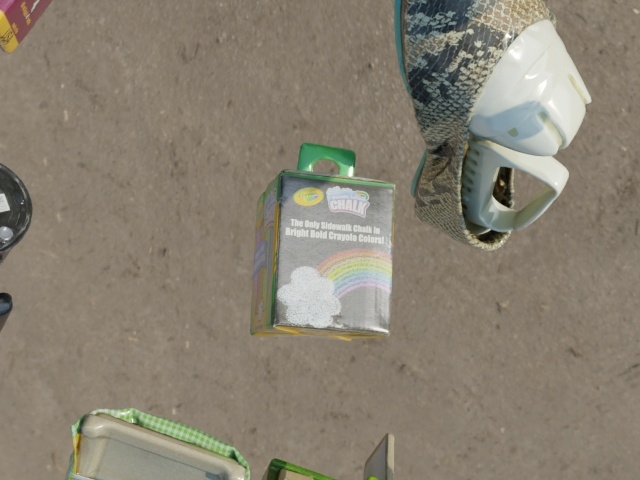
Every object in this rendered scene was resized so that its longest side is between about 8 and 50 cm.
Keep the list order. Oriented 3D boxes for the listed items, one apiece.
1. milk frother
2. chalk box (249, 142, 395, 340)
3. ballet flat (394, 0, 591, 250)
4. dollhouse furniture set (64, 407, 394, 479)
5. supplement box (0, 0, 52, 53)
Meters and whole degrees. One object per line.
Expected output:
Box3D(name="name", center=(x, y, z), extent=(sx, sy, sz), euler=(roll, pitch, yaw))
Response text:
Box3D(name="milk frother", center=(-0.311, 0.015, 0.523), extent=(0.143, 0.129, 0.135), euler=(6, 154, -34))
Box3D(name="chalk box", center=(0.000, 0.000, 0.766), extent=(0.132, 0.213, 0.132), euler=(6, 167, -15))
Box3D(name="ballet flat", center=(0.187, -0.119, 0.729), extent=(0.164, 0.182, 0.483), euler=(-44, 157, -12))
Box3D(name="dollhouse furniture set", center=(-0.093, 0.232, 0.696), extent=(0.301, 0.151, 0.197), euler=(22, 125, -7))
Box3D(name="supplement box", center=(-0.182, -0.224, 0.413), extent=(0.104, 0.081, 0.188), euler=(35, 82, -16))
